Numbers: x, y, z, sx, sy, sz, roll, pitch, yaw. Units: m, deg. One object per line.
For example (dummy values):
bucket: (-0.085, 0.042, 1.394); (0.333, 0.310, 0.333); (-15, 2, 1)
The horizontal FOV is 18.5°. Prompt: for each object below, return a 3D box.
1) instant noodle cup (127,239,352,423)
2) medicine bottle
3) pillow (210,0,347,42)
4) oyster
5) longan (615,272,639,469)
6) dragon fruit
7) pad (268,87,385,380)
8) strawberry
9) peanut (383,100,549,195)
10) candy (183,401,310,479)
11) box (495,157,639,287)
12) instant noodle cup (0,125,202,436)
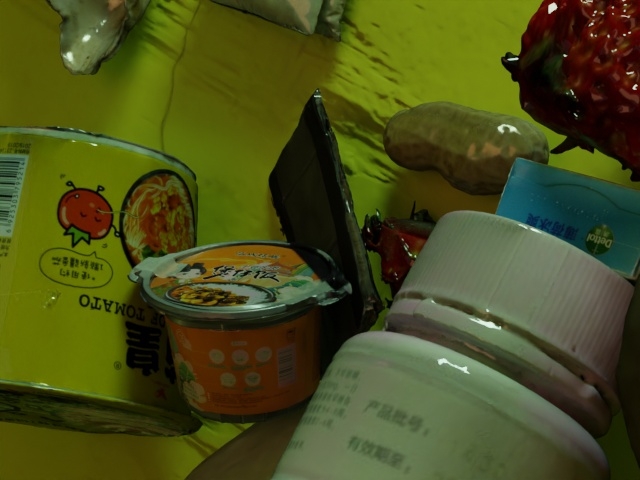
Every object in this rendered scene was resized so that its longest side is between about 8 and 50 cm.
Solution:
instant noodle cup: (-0.067, 0.086, 1.763); (0.208, 0.177, 0.126); (14, 118, 40)
medicine bottle: (0.114, 0.153, 1.550); (0.241, 0.241, 0.302); (20, 74, 33)
pillow: (-0.044, -0.277, 1.914); (0.181, 0.078, 0.134); (24, 98, 31)
oyster: (-0.238, -0.350, 2.031); (0.166, 0.110, 0.341); (-28, 74, 34)
longan: (0.408, 0.101, 1.409); (0.391, 0.391, 0.391); (-3, 84, 33)
dragon fruit: (0.097, 0.032, 1.746); (0.138, 0.142, 0.175); (5, 72, 14)
pad: (0.001, 0.000, 1.829); (0.174, 0.022, 0.233); (120, 140, -57)
strawberry: (0.304, -0.147, 1.584); (0.261, 0.261, 0.258); (36, 97, 30)
peanut: (0.128, -0.084, 1.788); (0.174, 0.080, 0.080); (14, 93, 37)
candy: (0.029, 0.303, 1.758); (0.427, 0.186, 0.386); (-45, 63, 13)
box: (0.246, 0.005, 1.627); (0.139, 0.194, 0.073); (18, 85, 33)
instant noodle cup: (-0.258, 0.043, 1.900); (0.325, 0.325, 0.254); (-1, 76, 33)
